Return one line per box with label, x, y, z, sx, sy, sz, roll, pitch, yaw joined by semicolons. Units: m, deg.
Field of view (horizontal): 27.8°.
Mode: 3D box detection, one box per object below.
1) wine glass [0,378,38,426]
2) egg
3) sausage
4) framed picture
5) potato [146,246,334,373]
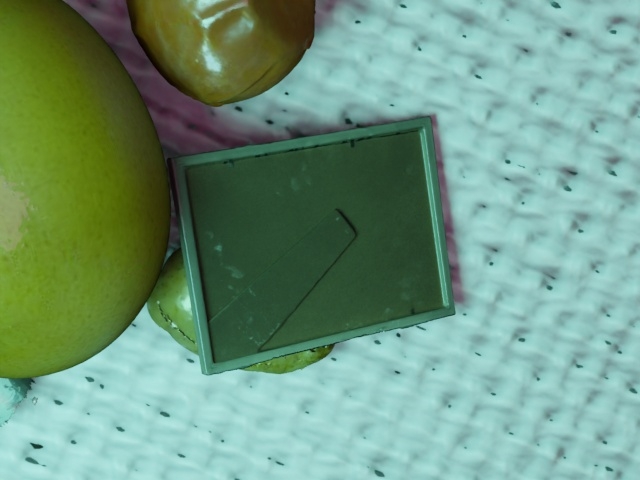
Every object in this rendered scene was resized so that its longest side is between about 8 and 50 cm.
wine glass;-0.362;0.076;1.118;0.262;0.074;0.074;36;96;-11
egg;-0.248;-0.052;1.009;0.250;0.250;0.323;-16;93;-1
sausage;-0.082;-0.241;1.032;0.141;0.153;0.268;3;105;37
framed picture;0.000;0.000;1.100;0.249;0.016;0.184;-13;98;-26
potato;-0.065;0.060;1.132;0.170;0.080;0.107;23;83;-8
